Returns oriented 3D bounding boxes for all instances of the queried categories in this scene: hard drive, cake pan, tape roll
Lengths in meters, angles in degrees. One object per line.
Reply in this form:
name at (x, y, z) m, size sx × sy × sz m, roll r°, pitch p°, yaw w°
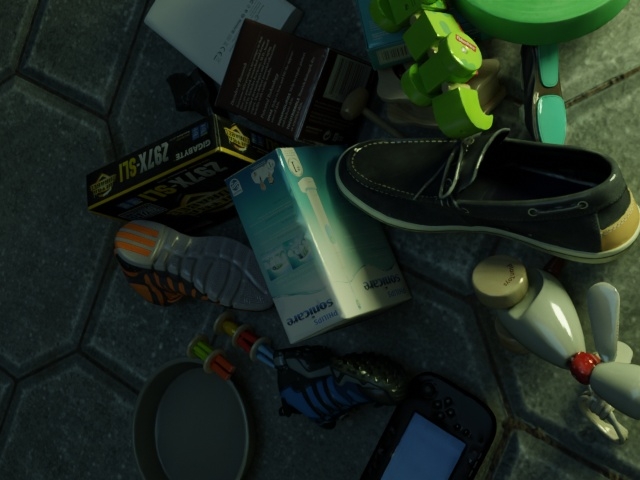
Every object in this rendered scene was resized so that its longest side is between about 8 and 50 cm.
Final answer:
hard drive at (-0.193, -0.431, 2.095) m, size 0.307 × 0.040 × 0.203 m, roll 41°, pitch 103°, yaw 31°
cake pan at (-0.236, 0.367, 2.050) m, size 0.293 × 0.054 × 0.293 m, roll -4°, pitch 83°, yaw 35°
tape roll at (0.335, -0.457, 1.642) m, size 0.321 × 0.077 × 0.321 m, roll -3°, pitch 72°, yaw 10°

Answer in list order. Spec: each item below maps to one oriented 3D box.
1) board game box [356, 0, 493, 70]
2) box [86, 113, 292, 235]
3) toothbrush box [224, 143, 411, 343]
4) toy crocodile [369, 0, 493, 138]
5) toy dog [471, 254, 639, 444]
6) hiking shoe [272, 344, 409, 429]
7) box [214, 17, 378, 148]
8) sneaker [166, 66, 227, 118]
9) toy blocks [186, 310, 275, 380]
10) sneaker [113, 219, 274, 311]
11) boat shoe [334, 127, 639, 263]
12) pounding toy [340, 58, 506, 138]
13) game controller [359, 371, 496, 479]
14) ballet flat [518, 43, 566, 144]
board game box at (0.169, -0.470, 1.762) m, size 0.253 × 0.079 × 0.336 m, roll -14°, pitch 71°, yaw 6°
box at (-0.222, -0.108, 1.959) m, size 0.322 × 0.257 × 0.079 m, roll -20°, pitch 66°, yaw 31°
toothbrush box at (0.000, 0.000, 1.795) m, size 0.126 × 0.216 × 0.296 m, roll -29°, pitch 81°, yaw 33°
toy crocodile at (0.167, -0.312, 1.621) m, size 0.115 × 0.105 × 0.341 m, roll -38°, pitch 66°, yaw 44°
toy dog at (0.382, 0.122, 1.586) m, size 0.161 × 0.220 × 0.333 m, roll -43°, pitch 67°, yaw -12°
hiking shoe at (0.040, 0.257, 1.837) m, size 0.304 × 0.113 × 0.132 m, roll 5°, pitch 99°, yaw 51°
box at (-0.040, -0.270, 1.905) m, size 0.203 × 0.168 × 0.167 m, roll 26°, pitch 101°, yaw 34°
sneaker at (-0.245, -0.272, 2.121) m, size 0.089 × 0.051 × 0.170 m, roll -36°, pitch 61°, yaw 25°
toy blocks at (-0.154, 0.208, 1.980) m, size 0.148 × 0.054 × 0.123 m, roll 32°, pitch 61°, yaw 33°
sneaker at (-0.231, 0.068, 2.043) m, size 0.321 × 0.180 × 0.125 m, roll 23°, pitch 64°, yaw 5°
boat shoe at (0.243, -0.098, 1.664) m, size 0.500 × 0.156 × 0.187 m, roll 15°, pitch 55°, yaw 31°
pounding toy at (0.179, -0.250, 1.814) m, size 0.269 × 0.155 × 0.154 m, roll 10°, pitch 63°, yaw 26°
game controller at (0.162, 0.378, 1.766) m, size 0.166 × 0.067 × 0.319 m, roll 33°, pitch 105°, yaw 32°
ballet flat at (0.344, -0.230, 1.704) m, size 0.074 × 0.074 × 0.203 m, roll -4°, pitch 90°, yaw 34°
